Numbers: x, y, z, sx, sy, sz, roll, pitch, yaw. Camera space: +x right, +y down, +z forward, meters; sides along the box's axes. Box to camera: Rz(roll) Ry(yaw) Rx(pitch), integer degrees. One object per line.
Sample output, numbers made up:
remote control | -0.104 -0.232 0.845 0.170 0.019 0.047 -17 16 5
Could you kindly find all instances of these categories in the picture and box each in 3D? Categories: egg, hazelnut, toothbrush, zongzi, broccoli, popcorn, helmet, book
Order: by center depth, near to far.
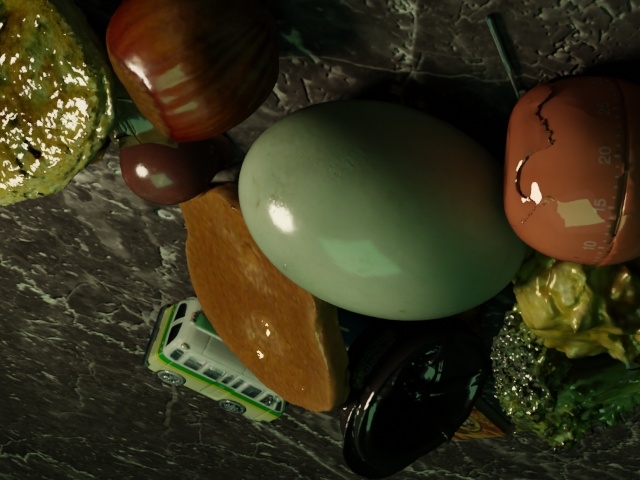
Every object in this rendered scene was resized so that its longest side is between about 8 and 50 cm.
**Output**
toothbrush | 0.230 -0.219 1.710 0.014 0.011 0.167 -5 145 23
hazelnut | -0.158 -0.234 1.723 0.210 0.210 0.186 35 172 -30
egg | 0.084 -0.039 1.817 0.389 0.276 0.276 16 151 -10
popcorn | 0.381 0.060 1.879 0.249 0.225 0.249 2 170 0
zongzi | -0.213 -0.226 1.880 0.189 0.081 0.178 -13 105 0
helmet | -0.216 -0.104 2.026 0.175 0.106 0.155 11 151 0
broccoli | 0.429 0.168 2.061 0.353 0.274 0.397 -19 178 -34
helmet | 0.116 0.216 2.149 0.230 0.279 0.160 39 -174 -48
book | 0.089 0.209 2.375 0.428 0.039 0.300 42 151 -24

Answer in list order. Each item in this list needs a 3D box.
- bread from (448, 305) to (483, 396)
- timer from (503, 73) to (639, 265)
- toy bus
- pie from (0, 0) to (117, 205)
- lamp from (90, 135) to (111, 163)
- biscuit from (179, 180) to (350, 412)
bread | 0.226 0.180 2.319 0.084 0.077 0.367 7 150 12
timer | 0.324 -0.084 1.675 0.215 0.229 0.229 9 150 0
toy bus | -0.159 0.211 2.496 0.276 0.133 0.165 28 148 -20
pie | -0.395 -0.203 1.803 0.323 0.323 0.070 -9 -174 36
lamp | -0.385 -0.172 1.942 0.185 0.161 0.161 -2 146 27
biscuit | -0.082 0.081 2.103 0.385 0.062 0.365 35 145 43
